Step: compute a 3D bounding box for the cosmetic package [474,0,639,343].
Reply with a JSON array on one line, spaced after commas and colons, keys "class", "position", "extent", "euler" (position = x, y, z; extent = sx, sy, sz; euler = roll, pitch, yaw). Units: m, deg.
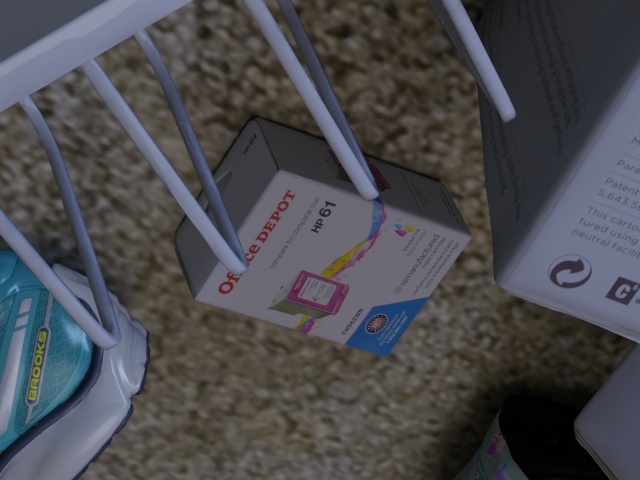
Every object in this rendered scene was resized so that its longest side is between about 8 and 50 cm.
[{"class": "cosmetic package", "position": [0.215, -0.154, 0.788], "extent": [0.156, 0.217, 0.385], "euler": [21, 127, -15]}]

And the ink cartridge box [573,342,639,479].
[{"class": "ink cartridge box", "position": [0.322, 0.066, 1.035], "extent": [0.307, 0.129, 0.223], "euler": [4, 128, -46]}]

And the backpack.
[{"class": "backpack", "position": [0.166, 0.168, 1.114], "extent": [0.182, 0.152, 0.115], "euler": [20, 110, -18]}]

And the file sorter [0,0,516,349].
[{"class": "file sorter", "position": [-0.084, -0.082, 0.794], "extent": [0.277, 0.193, 0.173], "euler": [-30, 133, 5]}]

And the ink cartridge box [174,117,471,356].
[{"class": "ink cartridge box", "position": [0.000, 0.000, 0.978], "extent": [0.122, 0.052, 0.088], "euler": [19, 119, -29]}]

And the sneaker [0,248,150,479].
[{"class": "sneaker", "position": [-0.204, 0.116, 0.987], "extent": [0.110, 0.107, 0.275], "euler": [37, 105, -17]}]
